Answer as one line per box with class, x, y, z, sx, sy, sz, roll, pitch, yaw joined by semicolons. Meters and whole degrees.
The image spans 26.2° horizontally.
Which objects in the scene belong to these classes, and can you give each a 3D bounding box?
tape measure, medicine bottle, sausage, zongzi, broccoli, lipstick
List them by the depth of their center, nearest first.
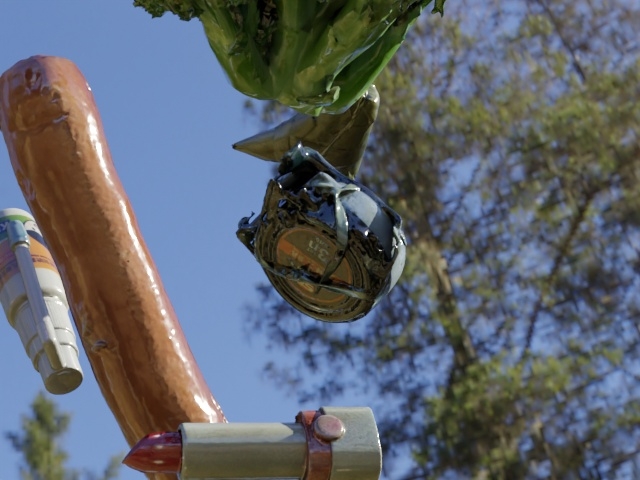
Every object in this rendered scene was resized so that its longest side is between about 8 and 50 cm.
tape measure;0.001;0.002;0.787;0.094;0.054;0.091;41;-42;4
lipstick;-0.052;0.155;1.009;0.186;0.063;0.057;1;-47;-15
broccoli;-0.007;-0.227;1.062;0.294;0.265;0.245;10;-71;-25
sausage;-0.176;0.040;1.179;0.094;0.419;0.094;-22;-3;-23
medicine bottle;-0.274;0.047;1.300;0.061;0.220;0.092;-20;-43;-13
zongzi;-0.011;-0.127;1.332;0.130;0.062;0.154;12;-42;-6
